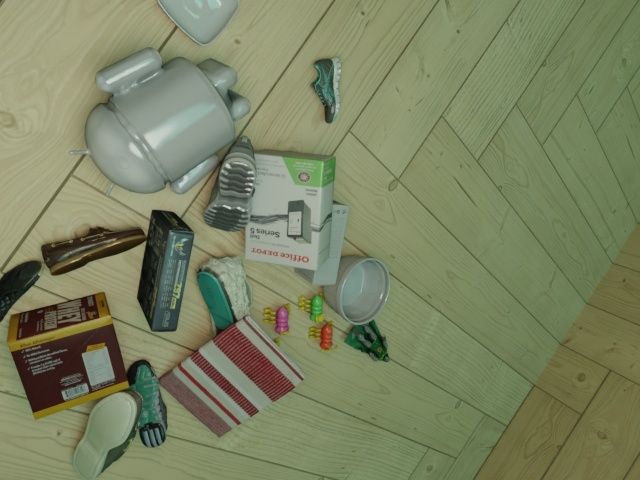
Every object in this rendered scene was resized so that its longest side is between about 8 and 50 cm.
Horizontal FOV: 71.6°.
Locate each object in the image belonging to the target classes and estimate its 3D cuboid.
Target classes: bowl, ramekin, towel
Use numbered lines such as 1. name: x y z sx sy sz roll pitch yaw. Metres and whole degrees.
1. bowl: -0.261 -0.502 0.938 0.142 0.053 0.142 41 83 -35
2. ramekin: 0.103 0.142 1.350 0.207 0.109 0.207 -11 107 -37
3. towel: -0.231 0.358 1.158 0.329 0.037 0.237 -37 104 17

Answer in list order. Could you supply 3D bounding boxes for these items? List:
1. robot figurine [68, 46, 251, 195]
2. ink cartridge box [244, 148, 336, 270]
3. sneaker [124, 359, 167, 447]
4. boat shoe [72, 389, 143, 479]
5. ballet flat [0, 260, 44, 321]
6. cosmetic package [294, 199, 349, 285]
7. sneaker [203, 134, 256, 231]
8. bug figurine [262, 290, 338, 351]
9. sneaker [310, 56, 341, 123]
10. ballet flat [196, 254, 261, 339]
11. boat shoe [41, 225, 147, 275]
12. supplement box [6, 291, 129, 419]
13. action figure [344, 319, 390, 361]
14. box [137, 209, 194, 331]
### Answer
1. robot figurine: -0.319 -0.232 0.910 0.353 0.200 0.300 -38 134 -15
2. ink cartridge box: -0.077 -0.079 1.110 0.115 0.198 0.273 -45 141 -67
3. sneaker: -0.449 0.415 1.157 0.083 0.098 0.224 -10 91 -7
4. boat shoe: -0.498 0.456 1.072 0.305 0.109 0.091 -54 166 22
5. ballet flat: -0.650 0.109 0.933 0.173 0.057 0.049 -47 166 -8
6. cosmetic package: 0.000 0.000 1.246 0.085 0.117 0.231 2 105 -32
7. sneaker: -0.197 -0.120 1.037 0.105 0.115 0.281 18 142 -17
8. bug figurine: -0.064 0.274 1.333 0.279 0.072 0.216 -12 113 -27
9. sneaker: 0.010 -0.389 1.153 0.076 0.065 0.166 -3 107 -13
10. ballet flat: -0.218 0.222 1.191 0.147 0.147 0.409 -18 117 -25
11. boat shoe: -0.492 0.005 0.971 0.207 0.073 0.073 -22 78 -30
12. supplement box: -0.553 0.248 0.985 0.191 0.129 0.194 -14 114 -27
13. action figure: 0.182 0.355 1.526 0.137 0.063 0.232 -48 129 -12
14. box: -0.355 0.063 1.007 0.059 0.183 0.233 6 103 -33
